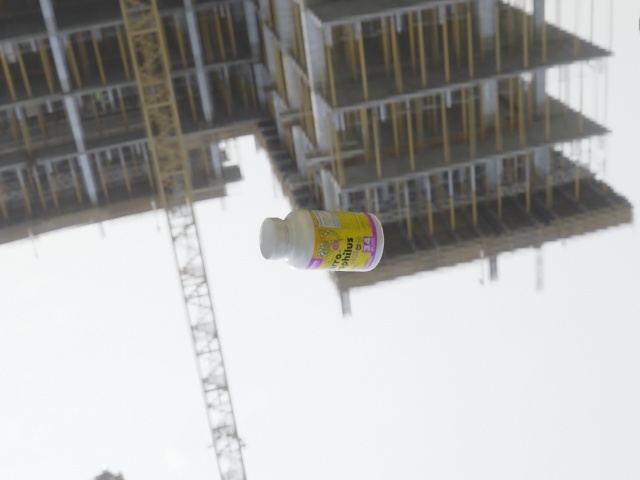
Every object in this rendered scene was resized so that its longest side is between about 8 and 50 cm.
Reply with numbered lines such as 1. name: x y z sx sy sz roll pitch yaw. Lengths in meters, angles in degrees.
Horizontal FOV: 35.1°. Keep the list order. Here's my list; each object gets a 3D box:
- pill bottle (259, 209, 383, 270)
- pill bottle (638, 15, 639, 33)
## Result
1. pill bottle: 0.000 0.000 0.723 0.083 0.043 0.043 1 -156 -26
2. pill bottle: 0.400 -0.156 0.975 0.124 0.221 0.124 -28 -138 29
